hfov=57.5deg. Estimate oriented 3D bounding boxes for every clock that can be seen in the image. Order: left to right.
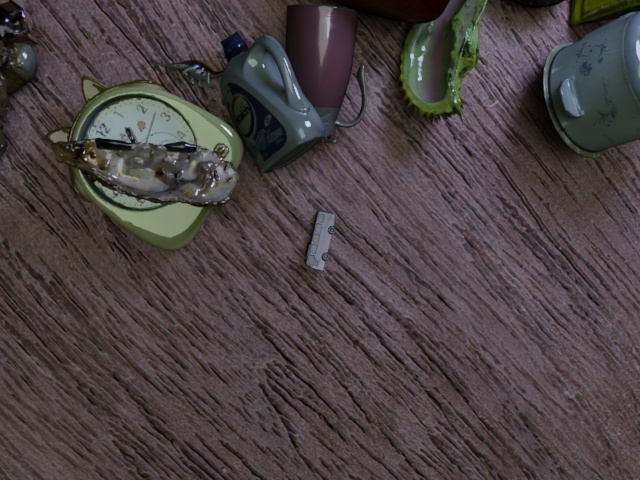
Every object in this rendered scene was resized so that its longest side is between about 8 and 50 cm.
[{"bbox_3d":[-0.354,-0.172,1.177,0.348,0.117,0.286,33,91,-10],"label":"clock"}]

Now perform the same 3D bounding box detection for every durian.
[{"bbox_3d":[0.266,-0.412,1.222,0.157,0.169,0.355,15,89,-10],"label":"durian"}]

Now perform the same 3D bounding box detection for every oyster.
[{"bbox_3d":[-0.323,-0.134,1.095,0.345,0.078,0.129,10,74,-7],"label":"oyster"}]

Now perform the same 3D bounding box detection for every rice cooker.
[{"bbox_3d":[0.619,-0.324,1.231,0.316,0.316,0.264,-18,91,-7],"label":"rice cooker"}]

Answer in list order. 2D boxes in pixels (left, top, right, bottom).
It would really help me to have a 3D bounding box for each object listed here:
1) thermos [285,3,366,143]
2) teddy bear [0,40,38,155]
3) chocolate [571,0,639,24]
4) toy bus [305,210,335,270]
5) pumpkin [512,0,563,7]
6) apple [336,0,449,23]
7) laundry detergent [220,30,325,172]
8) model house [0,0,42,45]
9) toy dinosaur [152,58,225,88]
[{"bbox_3d":[0.010,-0.338,1.205,0.176,0.146,0.265,4,105,4],"label":"thermos"},{"bbox_3d":[-0.656,-0.273,1.051,0.156,0.256,0.267,25,91,-6],"label":"teddy bear"},{"bbox_3d":[0.678,-0.620,1.205,0.137,0.301,0.289,-2,98,-21],"label":"chocolate"},{"bbox_3d":[0.000,0.000,1.292,0.052,0.037,0.131,13,93,-8],"label":"toy bus"},{"bbox_3d":[0.475,-0.612,1.240,0.223,0.157,0.224,0,98,2],"label":"pumpkin"},{"bbox_3d":[0.131,-0.574,1.127,0.317,0.288,0.288,17,94,-25],"label":"apple"},{"bbox_3d":[-0.112,-0.293,1.157,0.105,0.215,0.280,-23,89,-34],"label":"laundry detergent"},{"bbox_3d":[-0.650,-0.515,1.030,0.169,0.244,0.326,-14,99,-9],"label":"model house"},{"bbox_3d":[-0.260,-0.347,1.215,0.180,0.037,0.058,8,71,-17],"label":"toy dinosaur"}]
